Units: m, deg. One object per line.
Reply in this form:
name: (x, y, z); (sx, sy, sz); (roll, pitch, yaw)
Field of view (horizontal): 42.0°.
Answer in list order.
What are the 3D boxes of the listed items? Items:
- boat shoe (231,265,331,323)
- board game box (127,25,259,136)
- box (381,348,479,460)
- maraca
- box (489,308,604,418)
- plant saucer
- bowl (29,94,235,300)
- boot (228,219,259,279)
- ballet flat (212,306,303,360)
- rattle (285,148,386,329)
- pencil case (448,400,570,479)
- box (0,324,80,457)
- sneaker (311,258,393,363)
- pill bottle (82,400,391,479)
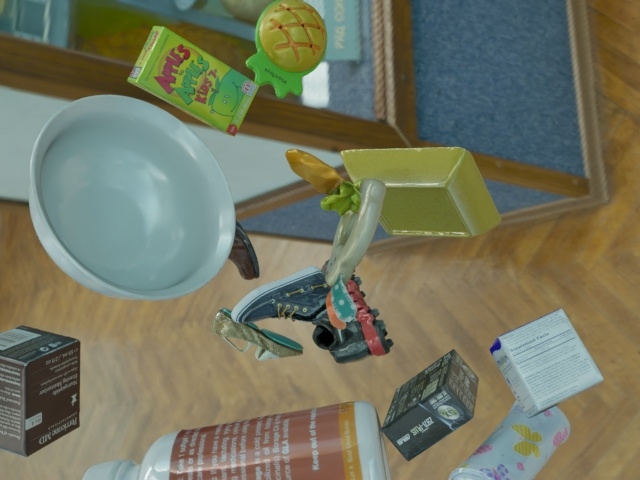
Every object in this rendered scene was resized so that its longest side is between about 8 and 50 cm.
boat shoe: (-0.059, 0.114, 1.448); (0.083, 0.183, 0.065); (53, 157, 28)
board game box: (-0.191, -0.240, 1.274); (0.043, 0.181, 0.092); (25, 89, 54)
box: (0.201, 0.293, 1.502); (0.147, 0.180, 0.077); (-39, 92, 18)
maraca: (-0.054, -0.325, 1.398); (0.099, 0.127, 0.185); (-32, 34, 64)
box: (0.373, 0.204, 1.388); (0.072, 0.126, 0.137); (95, 151, -67)
plant saucer: (0.244, -0.101, 2.064); (0.333, 0.333, 0.081); (2, 62, 29)
bowl: (-0.273, -0.038, 1.141); (0.134, 0.298, 0.298); (-33, 60, 44)
boot: (-0.284, 0.029, 1.647); (0.280, 0.264, 0.096); (-32, 30, -6)
ballet flat: (-0.134, 0.207, 1.721); (0.067, 0.206, 0.073); (-61, 18, 2)
rattle: (0.000, 0.000, 1.084); (0.130, 0.143, 0.199); (24, 92, 63)
pencil case: (0.335, 0.384, 1.481); (0.113, 0.273, 0.124); (45, 133, 15)
box: (-0.612, 0.303, 1.719); (0.167, 0.168, 0.203); (9, 104, 22)
sneaker: (0.034, 0.136, 1.611); (0.135, 0.097, 0.276); (-26, 39, -1)
pill bottle: (-0.056, 0.192, 0.605); (0.121, 0.216, 0.121); (-10, -90, -86)
